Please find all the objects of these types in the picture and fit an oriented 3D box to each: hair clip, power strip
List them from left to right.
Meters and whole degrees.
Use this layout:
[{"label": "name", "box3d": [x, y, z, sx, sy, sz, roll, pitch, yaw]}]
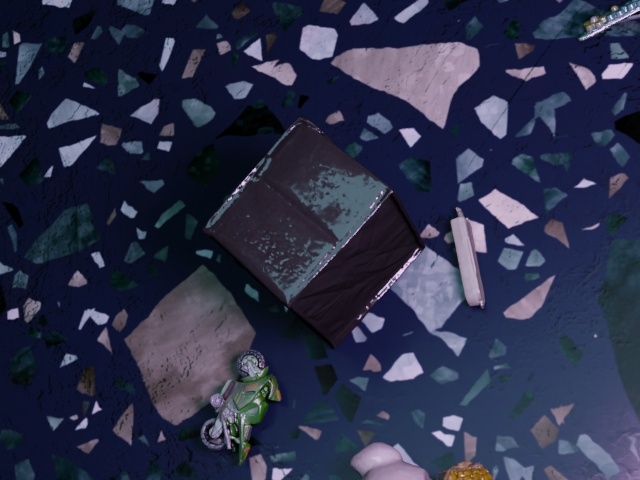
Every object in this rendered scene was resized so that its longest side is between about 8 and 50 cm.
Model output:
[{"label": "power strip", "box3d": [0.256, 0.029, 1.962, 0.030, 0.047, 0.191, -15, 68, 17]}, {"label": "hair clip", "box3d": [0.544, -0.410, 2.042, 0.173, 0.049, 0.049, -21, 67, 10]}]

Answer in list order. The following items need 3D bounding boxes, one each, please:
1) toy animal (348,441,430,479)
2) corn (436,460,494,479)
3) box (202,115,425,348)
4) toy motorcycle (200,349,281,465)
[{"label": "toy animal", "box3d": [0.016, 0.480, 1.798, 0.368, 0.196, 0.241, -23, 59, 5]}, {"label": "corn", "box3d": [0.242, 0.496, 1.773, 0.106, 0.106, 0.293, -11, 68, 12]}, {"label": "box", "box3d": [-0.001, -0.001, 1.890, 0.204, 0.345, 0.251, 41, 87, 22]}, {"label": "toy motorcycle", "box3d": [-0.133, 0.290, 1.977, 0.106, 0.074, 0.190, 25, 79, 14]}]
